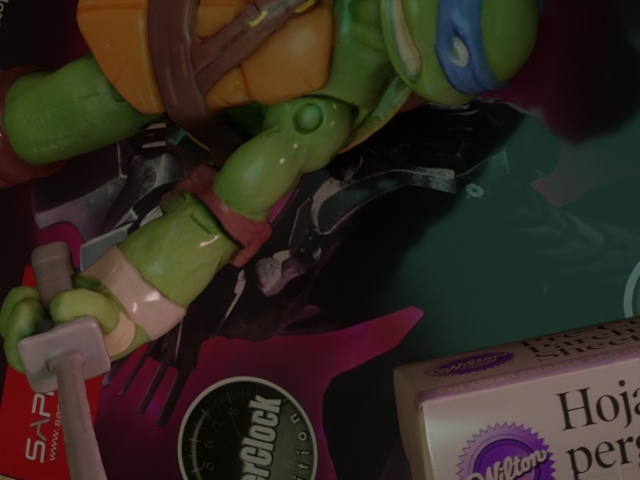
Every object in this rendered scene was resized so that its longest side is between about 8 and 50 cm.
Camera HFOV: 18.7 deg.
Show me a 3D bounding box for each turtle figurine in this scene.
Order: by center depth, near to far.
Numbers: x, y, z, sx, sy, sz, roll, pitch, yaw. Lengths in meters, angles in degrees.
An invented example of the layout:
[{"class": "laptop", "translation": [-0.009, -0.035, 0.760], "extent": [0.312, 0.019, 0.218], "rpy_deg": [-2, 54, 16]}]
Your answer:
[{"class": "turtle figurine", "translation": [-0.088, -0.068, 0.597], "extent": [0.266, 0.275, 0.198], "rpy_deg": [5, 128, 41]}]

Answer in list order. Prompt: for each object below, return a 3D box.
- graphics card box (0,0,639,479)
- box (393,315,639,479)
[{"class": "graphics card box", "translation": [0.000, 0.000, 0.737], "extent": [0.371, 0.094, 0.232], "rpy_deg": [13, 94, 20]}, {"class": "box", "translation": [0.188, 0.041, 0.604], "extent": [0.324, 0.067, 0.063], "rpy_deg": [-11, 96, -3]}]
